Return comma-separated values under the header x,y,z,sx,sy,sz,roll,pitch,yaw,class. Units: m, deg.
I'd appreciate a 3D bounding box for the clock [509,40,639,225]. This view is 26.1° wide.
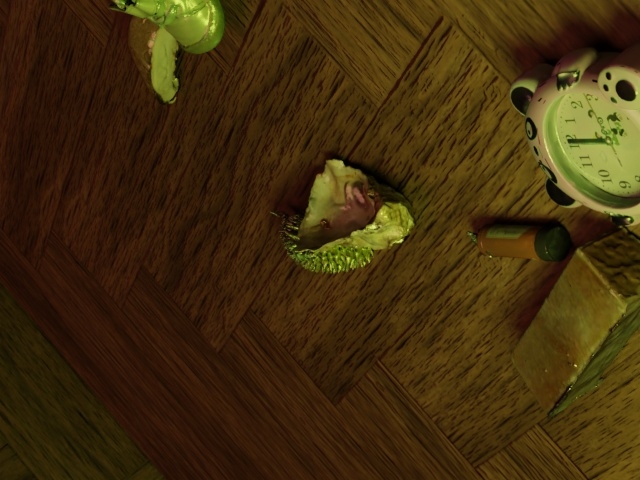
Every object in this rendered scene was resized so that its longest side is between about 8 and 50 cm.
x,y,z,sx,sy,sz,roll,pitch,yaw,class
0.346,-0.124,1.646,0.248,0.090,0.227,5,125,54,clock

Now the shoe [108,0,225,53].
x,y,z,sx,sy,sz,roll,pitch,yaw,class
-0.258,-0.389,2.094,0.262,0.128,0.140,60,162,-21,shoe

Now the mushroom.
x,y,z,sx,sy,sz,roll,pitch,yaw,class
-0.282,-0.322,2.325,0.094,0.072,0.210,49,151,26,mushroom

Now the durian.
x,y,z,sx,sy,sz,roll,pitch,yaw,class
-0.005,0.008,2.262,0.220,0.095,0.137,1,122,57,durian

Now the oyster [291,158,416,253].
x,y,z,sx,sy,sz,roll,pitch,yaw,class
0.057,-0.037,2.109,0.107,0.161,0.233,20,172,-36,oyster

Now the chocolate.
x,y,z,sx,sy,sz,roll,pitch,yaw,class
0.354,0.112,1.865,0.112,0.112,0.321,50,151,21,chocolate

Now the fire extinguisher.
x,y,z,sx,sy,sz,roll,pitch,yaw,class
0.269,0.003,1.924,0.062,0.050,0.177,25,168,-34,fire extinguisher
